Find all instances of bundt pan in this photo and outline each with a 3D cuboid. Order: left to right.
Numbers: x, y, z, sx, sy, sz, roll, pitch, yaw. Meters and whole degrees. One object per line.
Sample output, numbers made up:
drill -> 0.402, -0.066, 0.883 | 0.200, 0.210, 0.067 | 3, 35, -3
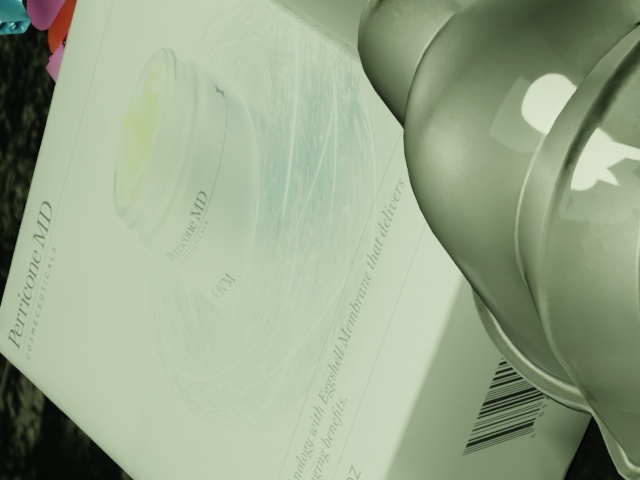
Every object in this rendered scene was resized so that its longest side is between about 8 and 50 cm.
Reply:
bundt pan -> 0.150, -0.089, 0.496 | 0.330, 0.124, 0.331 | -14, 62, 27

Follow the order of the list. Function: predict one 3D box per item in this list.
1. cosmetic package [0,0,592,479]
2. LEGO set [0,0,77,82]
cosmetic package -> 0.000, 0.000, 0.763 | 0.224, 0.138, 0.224 | 38, 123, 34
LEGO set -> -0.119, -0.183, 0.877 | 0.093, 0.087, 0.227 | 54, 129, 22
